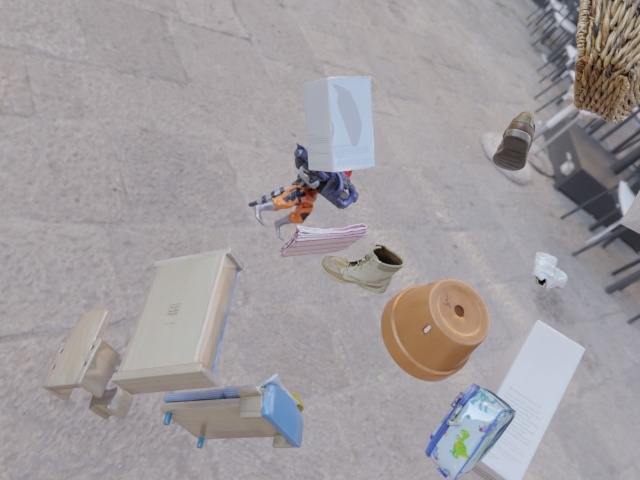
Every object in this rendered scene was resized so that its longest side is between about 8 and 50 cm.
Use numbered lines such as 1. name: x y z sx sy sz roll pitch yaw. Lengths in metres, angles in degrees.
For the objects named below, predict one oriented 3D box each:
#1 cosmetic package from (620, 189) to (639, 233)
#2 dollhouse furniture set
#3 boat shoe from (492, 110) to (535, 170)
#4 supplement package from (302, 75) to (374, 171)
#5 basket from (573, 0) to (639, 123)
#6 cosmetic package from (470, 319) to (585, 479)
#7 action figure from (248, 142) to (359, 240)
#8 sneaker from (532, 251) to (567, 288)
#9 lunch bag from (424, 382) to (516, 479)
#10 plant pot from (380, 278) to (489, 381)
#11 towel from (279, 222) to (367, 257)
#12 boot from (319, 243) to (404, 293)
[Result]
1. cosmetic package: 0.856 -0.046 1.106 0.225 0.138 0.224 30 3 10
2. dollhouse furniture set: -0.195 0.199 0.798 0.303 0.286 0.198 62 25 -43
3. boat shoe: 0.665 -0.327 1.662 0.111 0.104 0.307 23 -7 11
4. supplement package: 0.037 -0.234 0.999 0.105 0.105 0.179 -11 105 -27
5. basket: 0.601 -0.397 1.057 0.223 0.213 0.299 42 16 23
6. cosmetic package: 0.578 0.485 1.465 0.161 0.230 0.453 34 67 16
7. action figure: -0.052 -0.172 1.353 0.178 0.330 0.341 47 0 32
8. sneaker: 0.487 0.078 1.062 0.152 0.054 0.061 35 78 -43
9. lunch bag: 0.294 0.377 0.968 0.090 0.176 0.219 35 1 32
10. plant pot: 0.351 0.243 1.440 0.291 0.203 0.291 11 58 -19
11. towel: 0.000 0.000 1.011 0.144 0.197 0.029 -4 79 -15
12. boot: 0.116 0.065 1.398 0.213 0.165 0.077 20 55 -3
